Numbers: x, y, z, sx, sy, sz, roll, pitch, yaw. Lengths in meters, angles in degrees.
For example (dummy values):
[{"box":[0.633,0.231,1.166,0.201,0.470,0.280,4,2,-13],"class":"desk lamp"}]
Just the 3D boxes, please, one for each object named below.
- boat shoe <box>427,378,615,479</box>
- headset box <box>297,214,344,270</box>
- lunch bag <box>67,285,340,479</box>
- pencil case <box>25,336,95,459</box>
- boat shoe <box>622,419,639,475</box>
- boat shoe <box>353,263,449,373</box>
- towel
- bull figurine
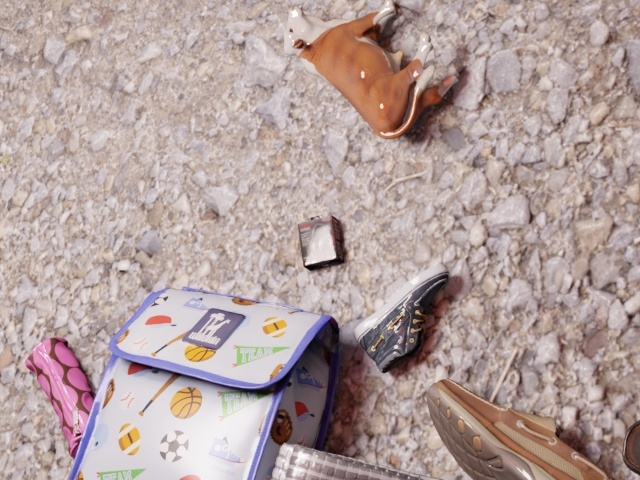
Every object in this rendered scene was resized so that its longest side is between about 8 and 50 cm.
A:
[{"box":[0.288,0.303,1.731,0.116,0.123,0.324,-34,58,-27],"class":"boat shoe"},{"box":[0.000,0.000,1.965,0.062,0.032,0.083,-13,73,19],"class":"headset box"},{"box":[-0.169,0.265,1.854,0.327,0.239,0.386,9,69,26],"class":"lunch bag"},{"box":[-0.421,0.259,2.029,0.095,0.098,0.209,-40,64,8],"class":"pencil case"},{"box":[0.565,0.270,1.593,0.355,0.130,0.132,-4,73,30],"class":"boat shoe"},{"box":[0.142,0.121,1.860,0.183,0.065,0.083,-42,66,14],"class":"boat shoe"},{"box":[0.054,0.425,1.699,0.283,0.121,0.235,17,79,-18],"class":"towel"},{"box":[0.075,-0.297,1.978,0.188,0.101,0.310,-42,64,5],"class":"bull figurine"}]
